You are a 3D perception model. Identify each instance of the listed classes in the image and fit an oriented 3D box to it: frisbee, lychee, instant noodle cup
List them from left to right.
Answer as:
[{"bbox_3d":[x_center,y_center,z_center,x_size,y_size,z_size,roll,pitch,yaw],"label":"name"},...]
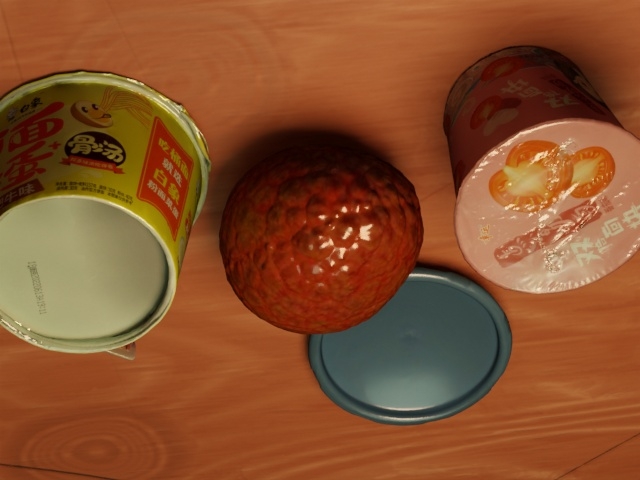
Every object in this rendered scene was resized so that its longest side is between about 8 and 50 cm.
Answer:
[{"bbox_3d":[-0.283,-0.023,1.518,0.311,0.221,0.311,-3,127,-4],"label":"instant noodle cup"},{"bbox_3d":[0.000,0.000,1.559,0.255,0.255,0.300,-1,160,-4],"label":"lychee"},{"bbox_3d":[0.125,0.145,1.780,0.290,0.049,0.289,0,126,0],"label":"frisbee"},{"bbox_3d":[0.261,-0.099,1.502,0.243,0.231,0.243,-3,127,-4],"label":"instant noodle cup"}]

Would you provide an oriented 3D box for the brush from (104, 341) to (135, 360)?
[{"bbox_3d":[-0.396,0.087,1.691,0.321,0.060,0.050,20,109,-18],"label":"brush"}]
